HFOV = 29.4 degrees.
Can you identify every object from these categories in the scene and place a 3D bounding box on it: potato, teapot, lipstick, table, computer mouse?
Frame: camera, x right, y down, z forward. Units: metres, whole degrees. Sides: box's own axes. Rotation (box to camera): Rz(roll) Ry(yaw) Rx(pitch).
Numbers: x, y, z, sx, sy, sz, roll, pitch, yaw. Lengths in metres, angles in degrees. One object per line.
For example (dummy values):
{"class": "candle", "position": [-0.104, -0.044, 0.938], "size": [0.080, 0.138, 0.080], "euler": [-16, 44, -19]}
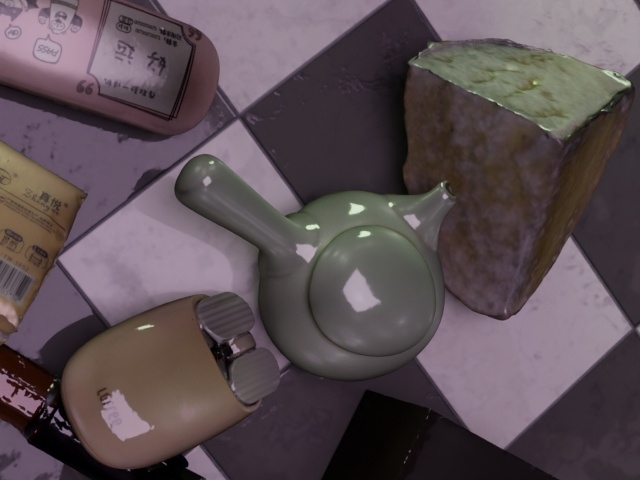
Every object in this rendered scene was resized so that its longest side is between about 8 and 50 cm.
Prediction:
{"class": "potato", "position": [0.202, -0.081, 1.385], "size": [0.189, 0.211, 0.264], "euler": [-31, 140, -52]}
{"class": "teapot", "position": [-0.009, 0.037, 1.273], "size": [0.318, 0.149, 0.220], "euler": [5, 86, -21]}
{"class": "lipstick", "position": [-0.313, 0.138, 1.201], "size": [0.418, 0.077, 0.077], "euler": [36, 78, -15]}
{"class": "table", "position": [0.121, 0.287, 1.308], "size": [0.193, 0.169, 0.172], "euler": [30, 80, -18]}
{"class": "computer mouse", "position": [-0.146, 0.136, 1.219], "size": [0.236, 0.082, 0.145], "euler": [-20, 81, -40]}

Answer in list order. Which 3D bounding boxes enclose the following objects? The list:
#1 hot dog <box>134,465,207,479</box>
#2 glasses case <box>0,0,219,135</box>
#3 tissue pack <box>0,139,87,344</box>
{"class": "hot dog", "position": [-0.180, 0.385, 1.173], "size": [0.107, 0.194, 0.326], "euler": [-18, 101, -48]}
{"class": "glasses case", "position": [-0.254, -0.198, 1.225], "size": [0.314, 0.075, 0.122], "euler": [17, 87, -19]}
{"class": "tissue pack", "position": [-0.357, -0.023, 1.155], "size": [0.222, 0.090, 0.186], "euler": [30, 53, -17]}
